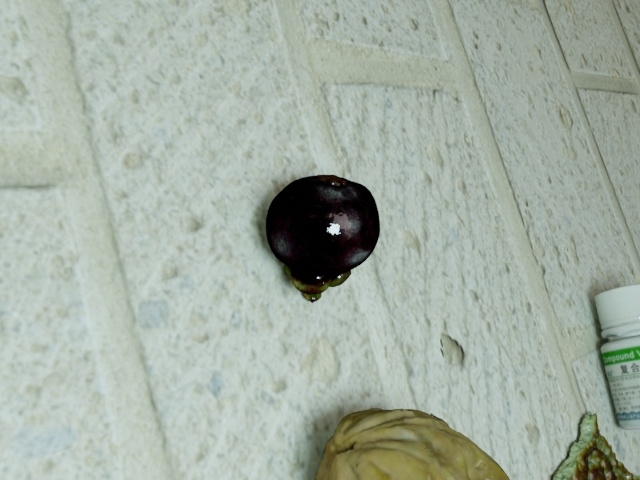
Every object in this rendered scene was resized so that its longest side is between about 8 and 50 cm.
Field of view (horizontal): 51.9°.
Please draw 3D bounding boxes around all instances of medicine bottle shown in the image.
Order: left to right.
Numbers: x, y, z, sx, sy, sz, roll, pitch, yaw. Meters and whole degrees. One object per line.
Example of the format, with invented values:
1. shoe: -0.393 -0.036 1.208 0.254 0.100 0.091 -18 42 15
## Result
1. medicine bottle: 0.560 0.199 1.134 0.139 0.139 0.236 7 69 -39

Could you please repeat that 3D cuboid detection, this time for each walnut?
1. walnut: 0.099 0.283 0.662 0.245 0.198 0.198 51 47 -12

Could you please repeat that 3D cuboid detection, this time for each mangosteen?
1. mangosteen: 0.000 0.000 0.751 0.137 0.137 0.151 -9 112 -43

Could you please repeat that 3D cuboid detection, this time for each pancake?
1. pancake: 0.484 0.473 1.003 0.426 0.067 0.304 47 47 -14
